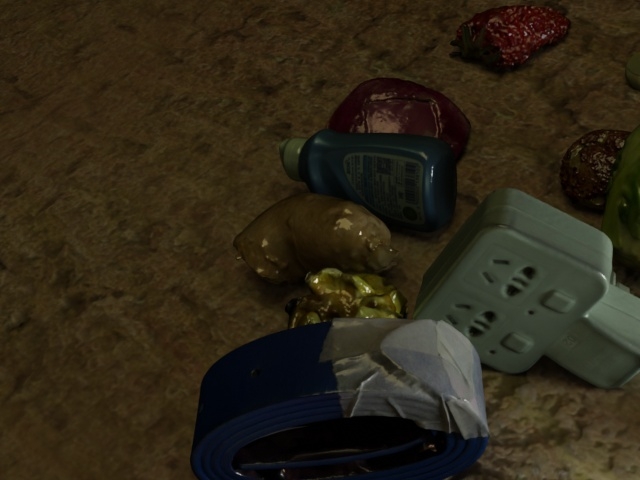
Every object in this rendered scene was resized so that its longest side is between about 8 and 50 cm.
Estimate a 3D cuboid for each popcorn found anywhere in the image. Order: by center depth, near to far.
[{"bbox_3d":[0.046,0.108,1.190,0.174,0.195,0.168,25,59,28],"label":"popcorn"}]

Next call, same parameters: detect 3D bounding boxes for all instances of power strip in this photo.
[{"bbox_3d":[0.277,0.060,1.154,0.261,0.229,0.141,26,48,-4],"label":"power strip"}]

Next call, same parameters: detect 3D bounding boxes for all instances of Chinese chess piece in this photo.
[{"bbox_3d":[0.550,-0.283,1.555,0.084,0.034,0.084,-11,42,10],"label":"Chinese chess piece"}]

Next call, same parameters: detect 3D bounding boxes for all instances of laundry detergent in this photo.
[{"bbox_3d":[0.065,-0.105,1.448,0.290,0.143,0.094,14,37,32],"label":"laundry detergent"}]

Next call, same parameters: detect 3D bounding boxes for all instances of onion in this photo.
[{"bbox_3d":[0.115,-0.196,1.555,0.248,0.111,0.250,17,50,34],"label":"onion"}]

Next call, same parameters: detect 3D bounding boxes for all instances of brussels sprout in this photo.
[{"bbox_3d":[0.460,-0.060,1.225,0.161,0.223,0.223,17,52,40],"label":"brussels sprout"}]

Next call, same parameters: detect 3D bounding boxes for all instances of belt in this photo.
[{"bbox_3d":[0.017,0.200,1.091,0.347,0.212,0.117,-11,41,13],"label":"belt"}]

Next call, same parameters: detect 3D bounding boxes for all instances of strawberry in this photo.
[{"bbox_3d":[0.346,-0.398,1.706,0.208,0.087,0.167,-36,44,-21],"label":"strawberry"}]

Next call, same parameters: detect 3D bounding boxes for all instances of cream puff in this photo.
[{"bbox_3d":[0.424,-0.110,1.378,0.149,0.084,0.149,-11,41,10],"label":"cream puff"}]

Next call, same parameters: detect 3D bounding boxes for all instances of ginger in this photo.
[{"bbox_3d":[0.000,0.000,1.368,0.267,0.138,0.152,-6,56,30],"label":"ginger"}]
